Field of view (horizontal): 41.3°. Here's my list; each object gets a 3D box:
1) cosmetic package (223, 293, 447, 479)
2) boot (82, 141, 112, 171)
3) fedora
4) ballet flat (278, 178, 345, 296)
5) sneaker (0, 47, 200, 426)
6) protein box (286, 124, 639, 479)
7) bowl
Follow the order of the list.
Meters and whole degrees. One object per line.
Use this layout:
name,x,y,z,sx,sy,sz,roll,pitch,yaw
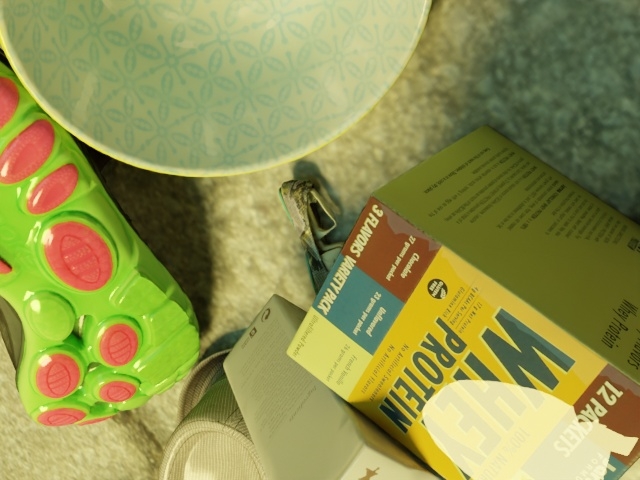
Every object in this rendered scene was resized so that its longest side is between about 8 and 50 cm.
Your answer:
cosmetic package,0.014,0.138,0.627,0.117,0.231,0.085,32,99,-24
boot,-0.278,-0.165,0.803,0.248,0.090,0.207,43,123,6
fedora,-0.070,0.242,0.814,0.243,0.124,0.276,26,120,22
ballet flat,0.000,0.000,0.730,0.041,0.041,0.114,-13,102,35
sneaker,-0.237,-0.002,0.755,0.483,0.185,0.202,80,166,-47
protein box,0.127,0.050,0.568,0.201,0.200,0.136,36,123,14
bowl,-0.079,-0.205,0.602,0.289,0.289,0.156,-61,31,33
